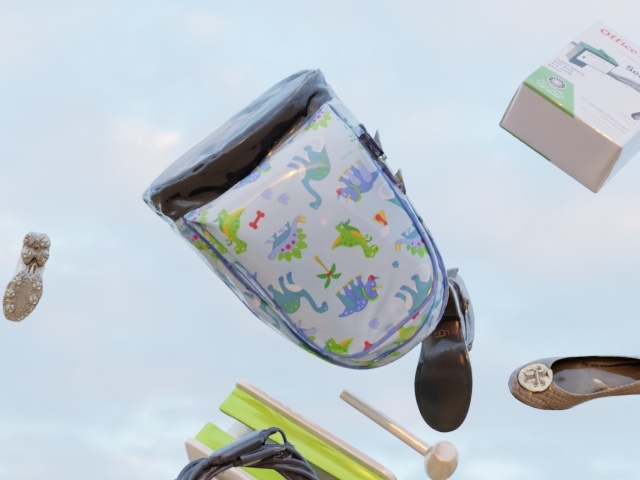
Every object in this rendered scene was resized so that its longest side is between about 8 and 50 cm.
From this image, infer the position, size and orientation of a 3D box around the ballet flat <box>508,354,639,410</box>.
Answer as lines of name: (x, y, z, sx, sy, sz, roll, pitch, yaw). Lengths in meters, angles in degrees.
ballet flat: (0.380, 0.184, 1.913, 0.250, 0.084, 0.058, -1, -37, -4)

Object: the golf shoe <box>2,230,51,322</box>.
golf shoe: (-0.551, 0.072, 2.653, 0.069, 0.176, 0.086, 20, -10, -11)

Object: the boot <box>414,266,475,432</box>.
boot: (0.212, 0.168, 2.235, 0.091, 0.262, 0.229, -4, -5, 15)

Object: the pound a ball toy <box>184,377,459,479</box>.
pound a ball toy: (0.006, 0.306, 1.914, 0.319, 0.208, 0.135, 29, -28, 23)

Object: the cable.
cable: (-0.085, 0.296, 1.521, 0.184, 0.150, 0.047, -26, -4, -22)

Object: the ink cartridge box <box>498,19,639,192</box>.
ink cartridge box: (0.366, -0.182, 1.865, 0.160, 0.219, 0.092, 37, -43, 14)

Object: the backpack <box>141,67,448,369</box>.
backpack: (0.000, 0.000, 1.766, 0.355, 0.290, 0.273, 56, -11, -16)
